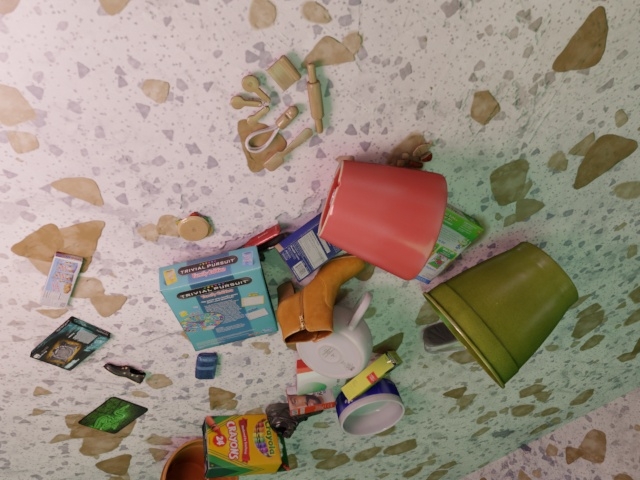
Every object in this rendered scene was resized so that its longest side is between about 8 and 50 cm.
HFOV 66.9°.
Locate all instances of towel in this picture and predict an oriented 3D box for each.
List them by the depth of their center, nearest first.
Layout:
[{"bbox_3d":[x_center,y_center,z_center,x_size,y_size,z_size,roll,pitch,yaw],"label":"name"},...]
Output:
[{"bbox_3d":[-0.374,0.412,1.585,0.067,0.029,0.119,3,130,-18],"label":"towel"}]

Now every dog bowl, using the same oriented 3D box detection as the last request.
[{"bbox_3d":[0.195,0.666,1.929,0.265,0.104,0.264,-9,132,-10],"label":"dog bowl"}]

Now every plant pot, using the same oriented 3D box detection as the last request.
[{"bbox_3d":[0.136,-0.066,1.161,0.243,0.275,0.275,17,125,-6],"label":"plant pot"},{"bbox_3d":[0.571,0.197,1.499,0.353,0.366,0.366,-40,131,3],"label":"plant pot"},{"bbox_3d":[-0.487,0.936,1.865,0.291,0.290,0.203,14,142,-27],"label":"plant pot"}]

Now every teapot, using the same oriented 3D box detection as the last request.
[{"bbox_3d":[0.058,0.288,1.508,0.256,0.187,0.252,-4,120,25],"label":"teapot"}]

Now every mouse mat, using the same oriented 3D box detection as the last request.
[{"bbox_3d":[-0.713,0.605,1.668,0.190,0.007,0.152,-36,131,17],"label":"mouse mat"}]

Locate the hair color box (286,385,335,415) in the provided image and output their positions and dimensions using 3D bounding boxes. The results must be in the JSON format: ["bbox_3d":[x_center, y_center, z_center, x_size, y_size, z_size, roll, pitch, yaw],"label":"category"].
[{"bbox_3d":[-0.037,0.580,1.790,0.167,0.093,0.053,-9,135,-10],"label":"hair color box"}]

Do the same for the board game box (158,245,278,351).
[{"bbox_3d":[-0.267,0.170,1.339,0.254,0.079,0.336,-13,141,-6],"label":"board game box"}]

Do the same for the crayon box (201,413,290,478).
[{"bbox_3d":[-0.271,0.758,1.806,0.319,0.202,0.081,6,128,-23],"label":"crayon box"}]

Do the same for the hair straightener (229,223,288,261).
[{"bbox_3d":[-0.184,0.043,1.305,0.230,0.047,0.089,-31,132,11],"label":"hair straightener"}]

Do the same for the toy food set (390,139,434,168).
[{"bbox_3d":[0.235,-0.203,1.236,0.122,0.019,0.078,-26,133,-4],"label":"toy food set"}]

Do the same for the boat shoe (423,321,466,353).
[{"bbox_3d":[0.529,0.342,1.744,0.321,0.118,0.103,-13,139,0],"label":"boat shoe"}]

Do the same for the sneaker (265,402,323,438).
[{"bbox_3d":[-0.088,0.684,1.844,0.228,0.130,0.087,1,132,-20],"label":"sneaker"}]

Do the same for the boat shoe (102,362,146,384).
[{"bbox_3d":[-0.607,0.405,1.501,0.133,0.049,0.042,33,87,-29],"label":"boat shoe"}]

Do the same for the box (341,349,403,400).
[{"bbox_3d":[0.189,0.495,1.777,0.232,0.058,0.087,-41,157,13],"label":"box"}]

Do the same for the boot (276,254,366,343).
[{"bbox_3d":[0.018,0.173,1.369,0.295,0.211,0.104,-22,134,3],"label":"boot"}]

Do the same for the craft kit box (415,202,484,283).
[{"bbox_3d":[0.305,-0.002,1.410,0.250,0.061,0.246,23,123,-32],"label":"craft kit box"}]

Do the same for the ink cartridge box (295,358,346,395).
[{"bbox_3d":[0.005,0.470,1.705,0.181,0.056,0.224,-8,147,-10],"label":"ink cartridge box"}]

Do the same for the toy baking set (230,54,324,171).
[{"bbox_3d":[-0.086,-0.278,1.069,0.197,0.030,0.256,-15,133,0],"label":"toy baking set"}]

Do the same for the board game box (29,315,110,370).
[{"bbox_3d":[-0.713,0.298,1.384,0.186,0.026,0.126,-37,131,16],"label":"board game box"}]

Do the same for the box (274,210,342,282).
[{"bbox_3d":[0.000,0.000,1.303,0.225,0.036,0.136,-35,133,-9],"label":"box"}]

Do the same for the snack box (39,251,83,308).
[{"bbox_3d":[-0.661,0.105,1.232,0.064,0.022,0.178,17,123,-28],"label":"snack box"}]

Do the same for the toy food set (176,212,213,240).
[{"bbox_3d":[-0.317,-0.032,1.216,0.083,0.020,0.082,-19,133,0],"label":"toy food set"}]
